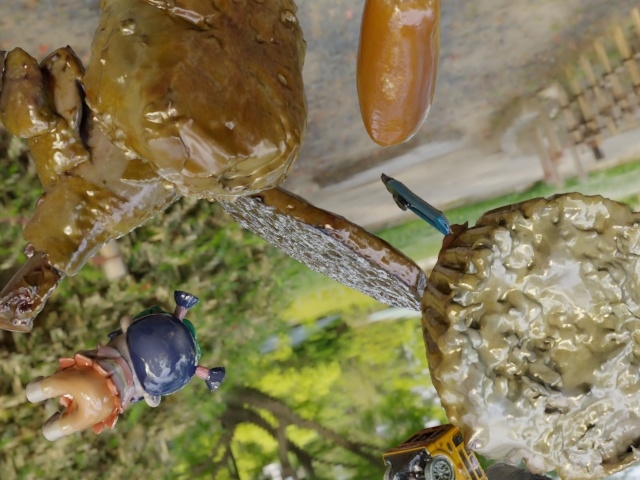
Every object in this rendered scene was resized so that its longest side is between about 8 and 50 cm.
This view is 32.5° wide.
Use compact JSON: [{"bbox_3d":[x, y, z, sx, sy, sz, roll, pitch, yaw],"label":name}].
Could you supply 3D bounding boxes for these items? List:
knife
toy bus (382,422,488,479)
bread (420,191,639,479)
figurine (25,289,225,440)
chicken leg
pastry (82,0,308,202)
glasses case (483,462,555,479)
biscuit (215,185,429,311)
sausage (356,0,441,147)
[{"bbox_3d":[0.123,-0.049,1.462,0.026,0.044,0.296,-30,-164,-2],"label":"knife"},{"bbox_3d":[0.126,0.252,1.007,0.074,0.162,0.070,-29,-177,-41],"label":"toy bus"},{"bbox_3d":[0.221,0.083,1.007,0.274,0.274,0.149,-17,-167,-9],"label":"bread"},{"bbox_3d":[-0.190,0.135,1.116,0.102,0.111,0.195,-14,-168,34],"label":"figurine"},{"bbox_3d":[-0.306,-0.087,1.327,0.182,0.295,0.409,-4,-132,49],"label":"chicken leg"},{"bbox_3d":[-0.138,-0.183,1.218,0.255,0.310,0.162,23,148,-33],"label":"pastry"},{"bbox_3d":[0.283,0.391,1.636,0.109,0.067,0.282,-53,-175,-13],"label":"glasses case"},{"bbox_3d":[0.001,0.000,1.502,0.046,0.359,0.359,-62,-178,-8],"label":"biscuit"},{"bbox_3d":[0.082,-0.189,1.166,0.098,0.098,0.238,-16,149,-12],"label":"sausage"}]
